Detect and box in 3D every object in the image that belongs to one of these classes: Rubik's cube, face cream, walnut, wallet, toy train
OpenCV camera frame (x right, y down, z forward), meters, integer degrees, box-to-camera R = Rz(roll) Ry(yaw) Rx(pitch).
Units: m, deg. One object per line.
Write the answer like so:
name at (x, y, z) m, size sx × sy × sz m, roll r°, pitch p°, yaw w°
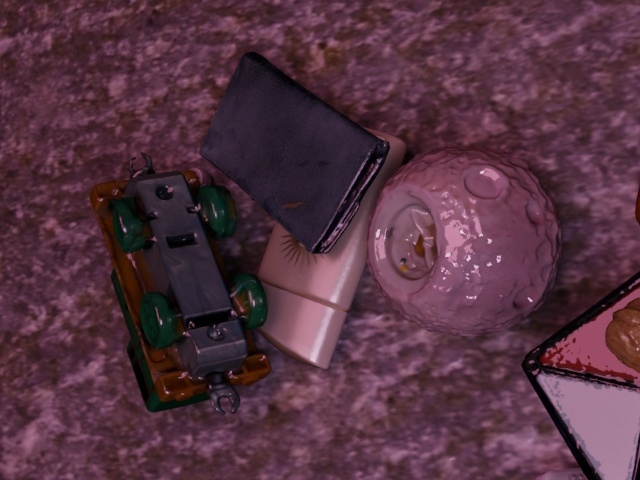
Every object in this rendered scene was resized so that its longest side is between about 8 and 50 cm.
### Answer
Rubik's cube at (0.424, 0.186, 1.521) m, size 0.250 × 0.246 × 0.248 m, roll -39°, pitch 64°, yaw 16°
face cream at (0.000, 0.000, 1.882) m, size 0.174 × 0.081 × 0.348 m, roll 19°, pitch 88°, yaw 37°
walnut at (0.355, 0.103, 1.391) m, size 0.096 × 0.082 × 0.079 m, roll 36°, pitch 68°, yaw 31°
wallet at (-0.050, -0.134, 1.890) m, size 0.379 × 0.046 × 0.190 m, roll 41°, pitch 106°, yaw 47°
toy train at (-0.214, 0.077, 1.894) m, size 0.429 × 0.178 × 0.249 m, roll 67°, pitch 151°, yaw 22°

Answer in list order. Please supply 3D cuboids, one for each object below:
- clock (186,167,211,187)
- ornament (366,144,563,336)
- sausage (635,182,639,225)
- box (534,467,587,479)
clock at (-0.210, -0.051, 2.030) m, size 0.087 × 0.041 × 0.129 m, roll 43°, pitch 105°, yaw 32°
ornament at (0.194, 0.002, 1.693) m, size 0.259 × 0.225 × 0.259 m, roll 1°, pitch 91°, yaw 54°
sausage at (0.481, -0.159, 1.658) m, size 0.097 × 0.094 × 0.348 m, roll 14°, pitch 84°, yaw 16°
box at (0.346, 0.419, 1.575) m, size 0.044 × 0.142 × 0.285 m, roll -32°, pitch 62°, yaw 49°
